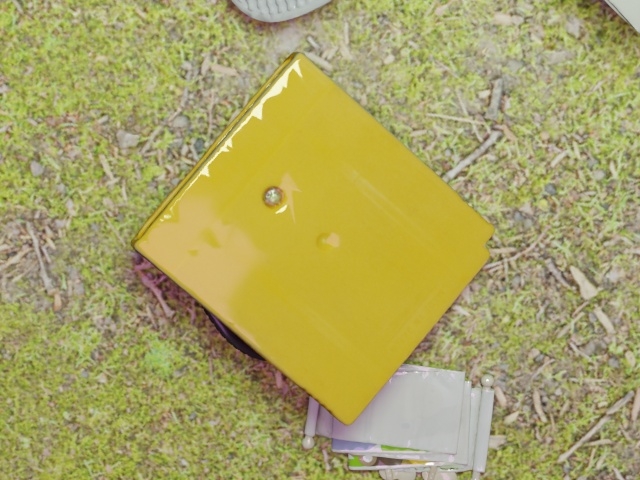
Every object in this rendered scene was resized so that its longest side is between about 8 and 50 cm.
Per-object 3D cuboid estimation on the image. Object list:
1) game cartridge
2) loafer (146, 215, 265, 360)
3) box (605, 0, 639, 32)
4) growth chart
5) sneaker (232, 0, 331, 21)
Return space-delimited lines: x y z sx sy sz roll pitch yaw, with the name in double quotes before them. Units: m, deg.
"game cartridge" 0.000 0.000 1.899 0.324 0.053 0.285 42 85 -15
"loafer" -0.105 0.044 1.933 0.078 0.080 0.220 -37 105 11
"box" 0.363 -0.351 1.776 0.127 0.148 0.232 43 103 -15
"growth chart" 0.093 0.212 2.026 0.237 0.021 0.172 12 108 -5
"sneaker" 0.035 -0.355 1.788 0.321 0.127 0.126 -38 102 30
